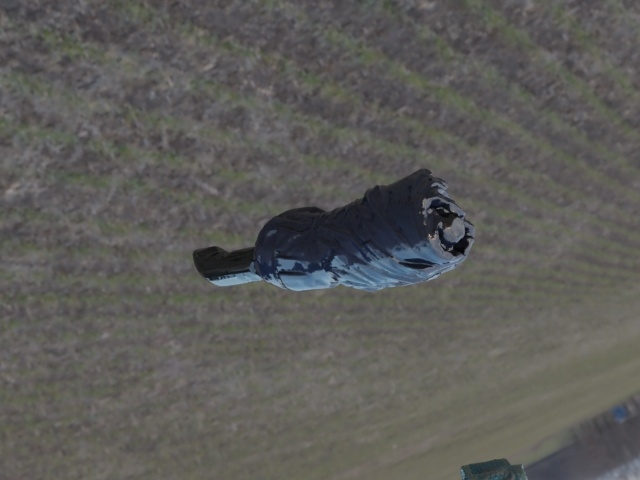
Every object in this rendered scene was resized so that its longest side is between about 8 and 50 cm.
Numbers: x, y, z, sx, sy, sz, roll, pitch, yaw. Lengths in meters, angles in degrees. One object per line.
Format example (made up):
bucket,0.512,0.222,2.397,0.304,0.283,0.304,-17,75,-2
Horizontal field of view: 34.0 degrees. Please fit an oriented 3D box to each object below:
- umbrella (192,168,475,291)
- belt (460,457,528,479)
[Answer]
umbrella,0.001,0.008,0.708,0.071,0.071,0.248,-11,177,-43
belt,0.199,0.284,1.149,0.072,0.087,0.302,-24,168,2
